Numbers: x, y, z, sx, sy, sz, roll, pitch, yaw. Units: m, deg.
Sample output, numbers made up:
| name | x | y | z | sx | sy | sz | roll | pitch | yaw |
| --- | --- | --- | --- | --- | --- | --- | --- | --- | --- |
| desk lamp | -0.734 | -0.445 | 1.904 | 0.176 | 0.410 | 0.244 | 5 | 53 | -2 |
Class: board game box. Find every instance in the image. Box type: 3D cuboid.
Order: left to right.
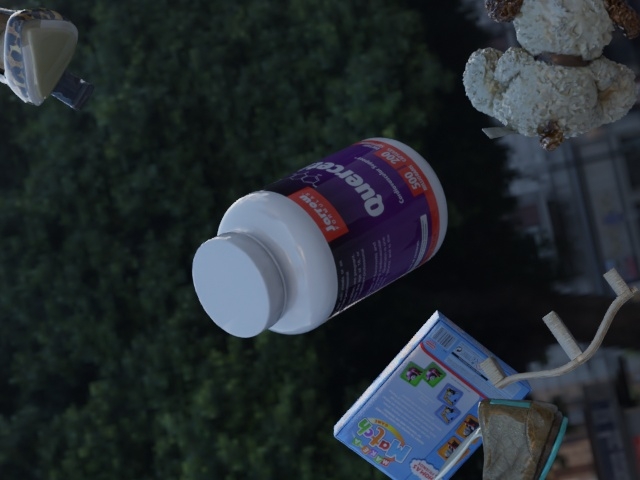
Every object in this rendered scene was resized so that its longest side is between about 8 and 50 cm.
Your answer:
| name | x | y | z | sx | sy | sz | roll | pitch | yaw |
| --- | --- | --- | --- | --- | --- | --- | --- | --- | --- |
| board game box | 0.145 | 0.219 | 1.866 | 0.160 | 0.211 | 0.039 | 38 | -168 | -12 |

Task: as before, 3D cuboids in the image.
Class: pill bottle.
| name | x | y | z | sx | sy | sz | roll | pitch | yaw |
| --- | --- | --- | --- | --- | --- | --- | --- | --- | --- |
| pill bottle | 0.000 | 0.000 | 1.766 | 0.323 | 0.182 | 0.181 | -28 | -72 | -43 |

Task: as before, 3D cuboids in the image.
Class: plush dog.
| name | x | y | z | sx | sy | sz | roll | pitch | yaw |
| --- | --- | --- | --- | --- | --- | --- | --- | --- | --- |
| plush dog | 0.339 | -0.265 | 2.063 | 0.210 | 0.263 | 0.225 | -70 | -15 | -65 |

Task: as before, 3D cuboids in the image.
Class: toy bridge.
| name | x | y | z | sx | sy | sz | roll | pitch | yaw |
| --- | --- | --- | --- | --- | --- | --- | --- | --- | --- |
| toy bridge | 0.267 | 0.106 | 1.557 | 0.063 | 0.188 | 0.026 | 58 | -168 | 22 |

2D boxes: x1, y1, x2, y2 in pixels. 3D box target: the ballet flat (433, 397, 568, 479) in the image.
| name | x | y | z | sx | sy | sz | roll | pitch | yaw |
| --- | --- | --- | --- | --- | --- | --- | --- | --- | --- |
| ballet flat | 0.185 | 0.319 | 1.670 | 0.116 | 0.124 | 0.342 | -53 | -21 | -56 |

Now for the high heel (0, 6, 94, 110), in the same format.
| name | x | y | z | sx | sy | sz | roll | pitch | yaw |
| --- | --- | --- | --- | --- | --- | --- | --- | --- | --- |
| high heel | -0.347 | -0.221 | 1.513 | 0.093 | 0.186 | 0.261 | -57 | -6 | -7 |
